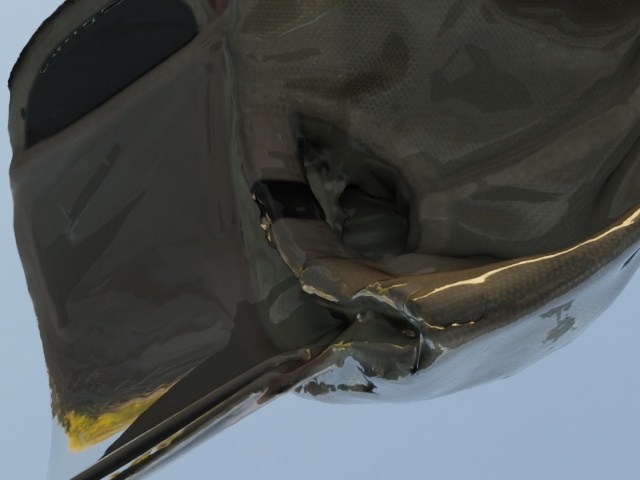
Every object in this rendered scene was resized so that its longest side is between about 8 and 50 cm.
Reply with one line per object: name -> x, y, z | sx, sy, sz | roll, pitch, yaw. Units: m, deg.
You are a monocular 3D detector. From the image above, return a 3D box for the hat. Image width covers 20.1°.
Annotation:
hat -> 0.000, 0.000, 0.556 | 0.226, 0.164, 0.219 | 123, -33, -42
